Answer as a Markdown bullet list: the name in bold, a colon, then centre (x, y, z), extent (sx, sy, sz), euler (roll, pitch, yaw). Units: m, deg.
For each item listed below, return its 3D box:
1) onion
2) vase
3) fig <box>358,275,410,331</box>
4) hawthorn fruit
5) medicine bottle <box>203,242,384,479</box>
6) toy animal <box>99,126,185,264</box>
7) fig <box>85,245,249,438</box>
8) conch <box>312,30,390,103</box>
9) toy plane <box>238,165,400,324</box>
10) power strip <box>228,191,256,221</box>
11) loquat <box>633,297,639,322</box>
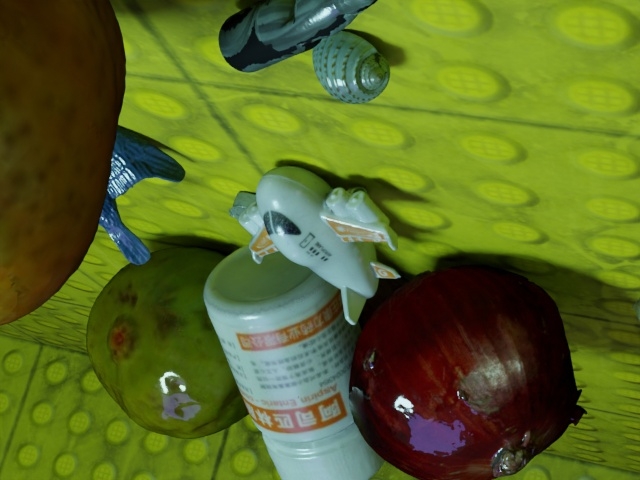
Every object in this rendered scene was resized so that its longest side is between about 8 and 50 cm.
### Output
- **onion**: centre (0.191, 0.191, 1.652), extent (0.341, 0.341, 0.341), euler (14, 163, 4)
- **vase**: centre (-0.016, -0.198, 1.033), extent (0.060, 0.060, 0.211), euler (25, 162, -30)
- **fig**: centre (0.084, 0.107, 1.838), extent (0.153, 0.119, 0.119), euler (4, 160, 31)
- **hawthorn fruit**: centre (-0.393, -0.129, 0.980), extent (0.471, 0.472, 0.472), euler (14, 163, 4)
- **medicine bottle**: centre (-0.028, 0.193, 1.782), extent (0.211, 0.211, 0.372), euler (4, 127, 34)
- **toy animal**: centre (-0.318, -0.072, 1.556), extent (0.255, 0.239, 0.176), euler (56, -166, 1)
- **fig**: centre (-0.209, 0.165, 1.979), extent (0.343, 0.343, 0.343), euler (14, 163, 4)
- **conch**: centre (0.023, -0.165, 1.122), extent (0.085, 0.057, 0.076), euler (1, 145, 39)
- **toy plane**: centre (0.000, 0.000, 1.526), extent (0.244, 0.117, 0.245), euler (18, 151, 11)
- **power strip**: centre (-0.021, -0.027, 1.648), extent (0.226, 0.029, 0.080), euler (12, 161, 13)
- **loquat**: centre (0.481, 0.099, 1.417), extent (0.195, 0.152, 0.152), euler (20, 165, 14)
